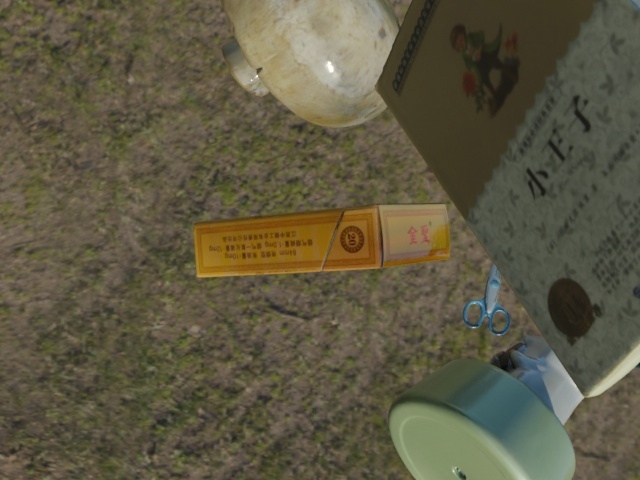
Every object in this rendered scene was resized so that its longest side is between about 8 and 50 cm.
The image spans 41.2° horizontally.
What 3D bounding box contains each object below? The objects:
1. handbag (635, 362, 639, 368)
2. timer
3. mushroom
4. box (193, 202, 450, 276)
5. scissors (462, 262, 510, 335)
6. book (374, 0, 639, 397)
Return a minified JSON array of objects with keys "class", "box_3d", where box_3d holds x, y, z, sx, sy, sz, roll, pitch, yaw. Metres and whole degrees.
[{"class":"handbag","box_3d":[0.550,0.121,1.268,0.179,0.229,0.062,-40,106,-18]},{"class":"timer","box_3d":[0.311,0.266,1.355,0.315,0.291,0.290,-40,110,-28]},{"class":"mushroom","box_3d":[-0.009,-0.213,0.955,0.254,0.195,0.189,30,33,-52]},{"class":"box","box_3d":[0.000,0.000,1.063,0.174,0.274,0.076,-7,92,-56]},{"class":"scissors","box_3d":[0.212,0.060,1.044,0.058,0.014,0.119,17,61,5]},{"class":"book","box_3d":[0.094,-0.049,0.361,0.016,0.138,0.198,-11,56,-29]}]
